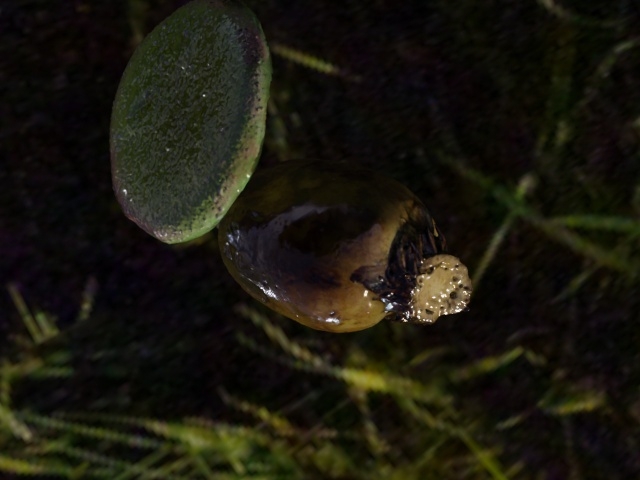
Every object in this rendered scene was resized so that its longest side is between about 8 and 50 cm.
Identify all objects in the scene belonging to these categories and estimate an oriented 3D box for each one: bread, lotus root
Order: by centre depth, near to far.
[{"bbox_3d":[-0.123,-0.110,1.620,0.228,0.033,0.229,-17,68,48],"label":"bread"},{"bbox_3d":[0.000,0.000,1.796,0.314,0.169,0.141,18,143,36],"label":"lotus root"}]
